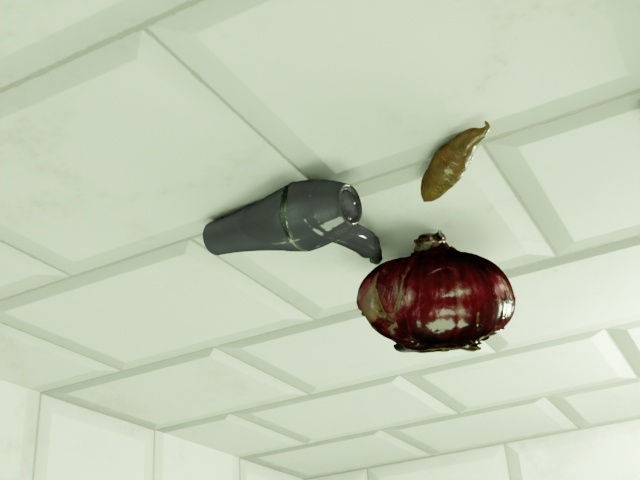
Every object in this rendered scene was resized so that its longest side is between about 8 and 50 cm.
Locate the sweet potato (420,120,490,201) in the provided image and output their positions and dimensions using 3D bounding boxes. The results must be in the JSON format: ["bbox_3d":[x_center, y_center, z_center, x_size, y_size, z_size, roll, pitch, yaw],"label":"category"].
[{"bbox_3d":[0.212,-0.128,1.354,0.068,0.060,0.206,-33,167,-34],"label":"sweet potato"}]

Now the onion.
[{"bbox_3d":[0.220,0.100,1.626,0.314,0.232,0.314,-3,175,0],"label":"onion"}]

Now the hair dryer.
[{"bbox_3d":[0.000,0.000,1.532,0.301,0.121,0.361,-13,158,34],"label":"hair dryer"}]
